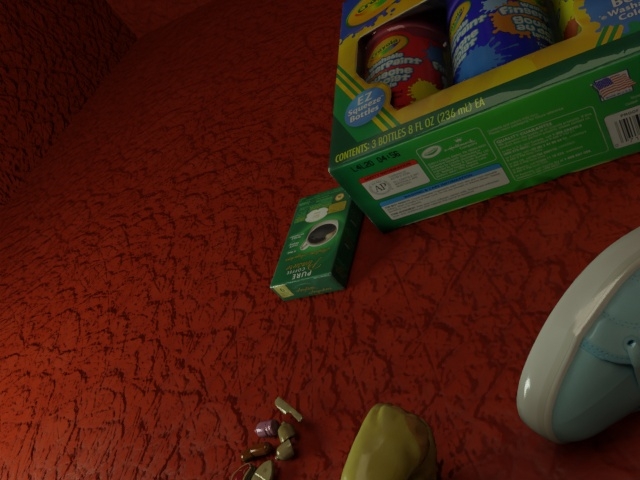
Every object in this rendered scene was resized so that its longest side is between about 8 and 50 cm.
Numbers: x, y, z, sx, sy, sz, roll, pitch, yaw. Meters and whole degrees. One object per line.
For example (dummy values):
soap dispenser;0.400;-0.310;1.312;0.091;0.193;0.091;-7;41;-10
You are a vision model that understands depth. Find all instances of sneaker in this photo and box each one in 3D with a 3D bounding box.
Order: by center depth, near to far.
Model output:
sneaker;0.325;0.052;0.488;0.366;0.135;0.150;-41;32;0

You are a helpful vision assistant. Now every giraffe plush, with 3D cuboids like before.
giraffe plush;0.094;0.240;0.484;0.170;0.210;0.182;16;93;23

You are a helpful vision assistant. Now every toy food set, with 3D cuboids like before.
toy food set;-0.063;0.250;0.731;0.078;0.019;0.122;22;75;52

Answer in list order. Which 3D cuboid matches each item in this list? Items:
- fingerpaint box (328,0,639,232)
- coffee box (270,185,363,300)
fingerpaint box;0.242;-0.257;0.839;0.444;0.163;0.371;-17;49;29
coffee box;0.000;0.000;0.925;0.113;0.040;0.184;-15;42;32
